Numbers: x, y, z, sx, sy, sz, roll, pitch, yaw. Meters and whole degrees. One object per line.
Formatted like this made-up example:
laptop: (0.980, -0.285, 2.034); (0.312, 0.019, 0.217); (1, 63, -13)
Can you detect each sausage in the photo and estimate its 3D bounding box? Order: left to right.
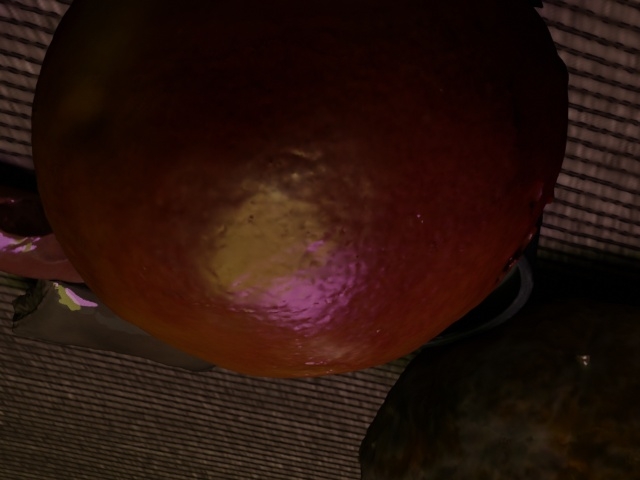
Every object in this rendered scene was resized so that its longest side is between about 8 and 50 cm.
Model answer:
sausage: (-0.270, -0.026, 1.134); (0.304, 0.078, 0.078); (21, 152, -30)

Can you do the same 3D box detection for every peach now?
peach: (-0.006, -0.053, 0.813); (0.281, 0.238, 0.281); (6, 115, 12)

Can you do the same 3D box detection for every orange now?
orange: (0.155, 0.176, 1.259); (0.210, 0.271, 0.368); (24, 152, -28)

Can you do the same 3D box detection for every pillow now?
pillow: (-0.159, 0.069, 1.347); (0.208, 0.053, 0.119); (14, 157, -26)

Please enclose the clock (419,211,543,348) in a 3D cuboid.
clock: (0.001, -0.001, 1.144); (0.319, 0.066, 0.319); (4, 156, 2)
